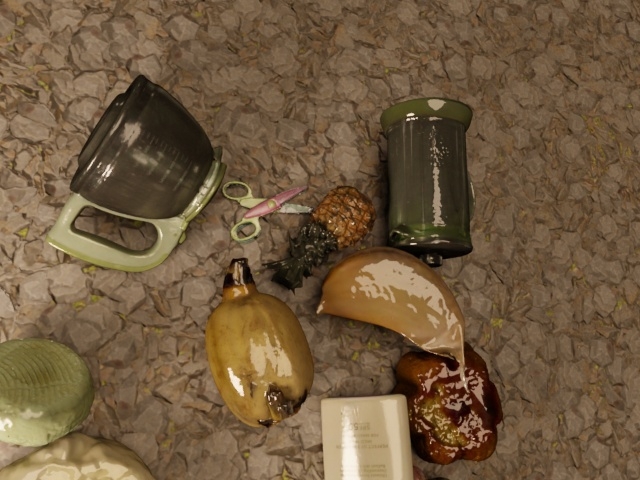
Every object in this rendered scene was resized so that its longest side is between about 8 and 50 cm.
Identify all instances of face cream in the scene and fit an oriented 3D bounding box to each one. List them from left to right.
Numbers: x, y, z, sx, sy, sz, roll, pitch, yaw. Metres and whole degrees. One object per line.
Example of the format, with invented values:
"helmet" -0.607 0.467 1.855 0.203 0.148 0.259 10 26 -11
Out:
"face cream" 0.091 0.470 1.145 0.174 0.081 0.348 -7 77 19

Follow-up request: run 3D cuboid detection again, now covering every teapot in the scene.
"teapot" -0.310 -0.106 1.089 0.239 0.240 0.321 32 63 -24
"teapot" 0.247 -0.105 1.316 0.271 0.200 0.336 13 73 -43

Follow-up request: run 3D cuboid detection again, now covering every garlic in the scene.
"garlic" 0.167 0.140 1.206 0.339 0.151 0.196 27 64 8

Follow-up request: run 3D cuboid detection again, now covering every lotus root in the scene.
"lotus root" -0.122 0.182 1.118 0.183 0.183 0.309 -17 81 -22

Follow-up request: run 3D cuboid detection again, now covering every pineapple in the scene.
"pineapple" 0.000 0.001 1.227 0.128 0.128 0.248 47 68 -4

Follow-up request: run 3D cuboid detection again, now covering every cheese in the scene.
"cheese" -0.406 0.480 0.977 0.318 0.115 0.326 18 74 -15

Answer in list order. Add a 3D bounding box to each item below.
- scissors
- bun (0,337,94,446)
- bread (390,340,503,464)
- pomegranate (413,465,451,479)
"scissors" -0.104 -0.071 1.263 0.187 0.020 0.133 -12 85 -20
"bun" -0.473 0.252 0.989 0.196 0.118 0.195 18 29 -10
"bread" 0.254 0.337 1.231 0.232 0.135 0.246 -14 84 -8
"pomegranate" 0.210 0.507 1.179 0.138 0.125 0.163 -32 88 -12
